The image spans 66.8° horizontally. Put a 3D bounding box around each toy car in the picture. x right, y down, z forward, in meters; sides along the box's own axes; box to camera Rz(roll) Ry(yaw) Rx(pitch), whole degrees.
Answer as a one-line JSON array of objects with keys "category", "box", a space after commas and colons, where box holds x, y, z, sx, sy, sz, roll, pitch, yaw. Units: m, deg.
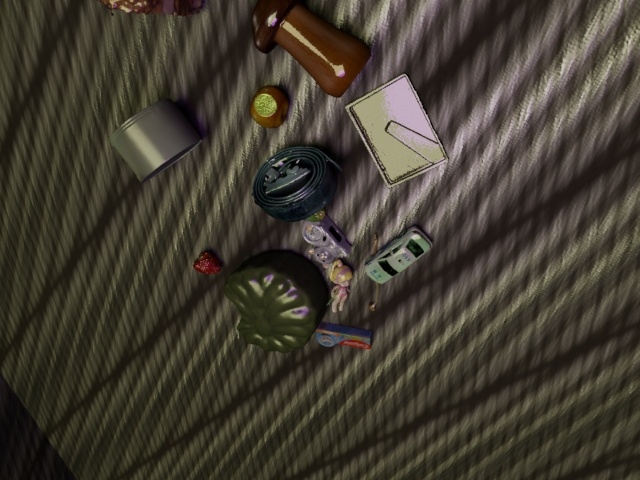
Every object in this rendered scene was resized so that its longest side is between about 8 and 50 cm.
[{"category": "toy car", "box": [0.228, 0.054, 1.457, 0.090, 0.076, 0.224, 43, 116, -13]}]

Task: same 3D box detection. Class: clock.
[{"category": "clock", "box": [0.000, 0.000, 1.518, 0.117, 0.080, 0.176, -33, 103, 30]}]

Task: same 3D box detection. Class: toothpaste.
[{"category": "toothpaste", "box": [0.084, 0.339, 1.692, 0.193, 0.044, 0.070, 7, 121, 17]}]

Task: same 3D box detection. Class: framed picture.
[{"category": "framed picture", "box": [0.208, -0.291, 1.323, 0.192, 0.018, 0.265, -22, 107, 28]}]

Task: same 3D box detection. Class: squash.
[{"category": "squash", "box": [-0.068, -0.103, 1.469, 0.219, 0.077, 0.068, 12, 152, 36]}]

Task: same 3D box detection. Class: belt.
[{"category": "belt", "box": [-0.062, -0.163, 1.384, 0.267, 0.206, 0.116, -15, 150, 21]}]

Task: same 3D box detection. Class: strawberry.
[{"category": "strawberry", "box": [-0.397, 0.083, 1.713, 0.096, 0.083, 0.083, 25, 123, -2]}]

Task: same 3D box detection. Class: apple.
[{"category": "apple", "box": [-0.140, -0.372, 1.359, 0.102, 0.099, 0.114, 31, 98, 0]}]

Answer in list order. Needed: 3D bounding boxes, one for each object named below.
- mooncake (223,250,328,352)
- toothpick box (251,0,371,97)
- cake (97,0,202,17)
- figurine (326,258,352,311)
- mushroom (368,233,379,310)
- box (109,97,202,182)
[{"category": "mooncake", "box": [-0.146, 0.211, 1.626, 0.351, 0.187, 0.351, 8, 117, 16]}, {"category": "toothpick box", "box": [-0.027, -0.498, 1.204, 0.294, 0.192, 0.192, 35, 123, -9]}, {"category": "cake", "box": [-0.444, -0.706, 1.175, 0.255, 0.290, 0.282, 19, 121, 8]}, {"category": "figurine", "box": [0.060, 0.150, 1.584, 0.083, 0.083, 0.187, 13, 122, 13]}, {"category": "mushroom", "box": [0.175, 0.106, 1.550, 0.026, 0.028, 0.286, 40, 136, 50]}, {"category": "box", "box": [-0.489, -0.297, 1.449, 0.226, 0.226, 0.149, -29, 104, 30]}]
